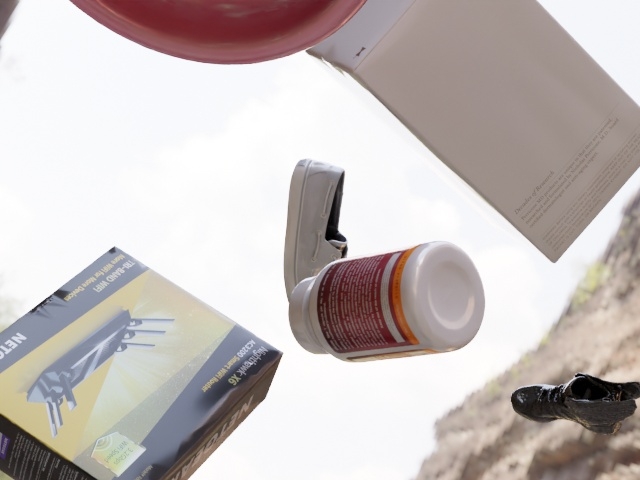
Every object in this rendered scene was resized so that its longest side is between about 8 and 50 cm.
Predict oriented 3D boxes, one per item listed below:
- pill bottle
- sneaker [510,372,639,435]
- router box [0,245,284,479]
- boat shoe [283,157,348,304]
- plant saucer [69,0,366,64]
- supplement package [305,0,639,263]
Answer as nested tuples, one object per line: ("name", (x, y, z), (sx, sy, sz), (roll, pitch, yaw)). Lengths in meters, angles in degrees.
("pill bottle", (0.047, 0.051, 1.191), (0.152, 0.086, 0.086), (-11, -43, 46))
("sneaker", (0.306, 0.188, 1.841), (0.170, 0.051, 0.089), (12, -33, 26))
("router box", (-0.221, 0.159, 1.650), (0.243, 0.309, 0.081), (31, -52, 12))
("boat shoe", (0.000, 0.000, 1.684), (0.063, 0.184, 0.066), (10, 16, 18))
("plant saucer", (-0.092, -0.290, 1.137), (0.332, 0.084, 0.332), (12, -47, 13))
("supplement package", (0.161, -0.149, 1.516), (0.293, 0.175, 0.177), (41, 0, -22))
